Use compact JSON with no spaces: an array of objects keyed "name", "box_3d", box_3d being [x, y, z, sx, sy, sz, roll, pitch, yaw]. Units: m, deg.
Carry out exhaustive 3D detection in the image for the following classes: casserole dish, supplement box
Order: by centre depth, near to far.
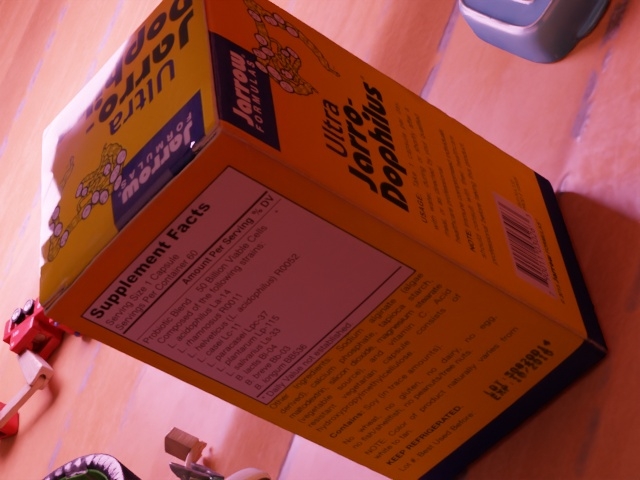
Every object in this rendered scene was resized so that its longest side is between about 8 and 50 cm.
[{"name":"supplement box","box_3d":[0.000,0.000,1.169,0.194,0.357,0.195,-43,35,27]},{"name":"casserole dish","box_3d":[0.180,-0.218,1.402,0.114,0.037,0.188,-59,31,4]}]

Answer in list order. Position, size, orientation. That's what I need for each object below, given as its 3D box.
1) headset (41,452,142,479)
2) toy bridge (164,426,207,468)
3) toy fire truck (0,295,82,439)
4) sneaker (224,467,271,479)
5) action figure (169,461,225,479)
[{"name":"headset","box_3d":[-0.262,0.384,1.504,0.243,0.185,0.394,-22,32,42]},{"name":"toy bridge","box_3d":[-0.153,0.240,1.455,0.188,0.063,0.026,-48,-26,-42]},{"name":"toy fire truck","box_3d":[-0.326,0.132,1.856,0.192,0.047,0.135,-35,39,36]},{"name":"sneaker","box_3d":[-0.050,0.293,1.271,0.295,0.147,0.104,-58,-23,-56]},{"name":"action figure","box_3d":[-0.140,0.303,1.382,0.063,0.137,0.232,20,87,21]}]
